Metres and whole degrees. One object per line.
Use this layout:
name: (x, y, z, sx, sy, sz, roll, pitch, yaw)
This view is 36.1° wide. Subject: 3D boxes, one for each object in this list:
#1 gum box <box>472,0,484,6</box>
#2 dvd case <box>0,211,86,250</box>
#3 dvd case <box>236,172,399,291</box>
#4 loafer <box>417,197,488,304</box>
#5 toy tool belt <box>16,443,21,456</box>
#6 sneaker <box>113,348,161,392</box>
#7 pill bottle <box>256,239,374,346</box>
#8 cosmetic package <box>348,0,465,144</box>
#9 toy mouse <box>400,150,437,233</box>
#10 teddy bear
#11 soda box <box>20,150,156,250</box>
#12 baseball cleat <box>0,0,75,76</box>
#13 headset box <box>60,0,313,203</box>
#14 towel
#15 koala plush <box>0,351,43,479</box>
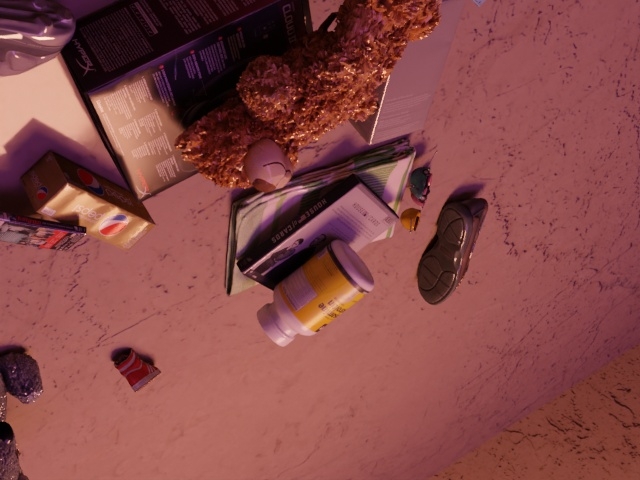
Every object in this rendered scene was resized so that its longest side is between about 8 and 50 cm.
gum box: (0.204, -0.399, 1.174, 0.184, 0.157, 0.041, -44, 149, 16)
dvd case: (-0.366, -0.011, 1.241, 0.119, 0.013, 0.087, 9, 160, -29)
dvd case: (0.000, 0.000, 1.606, 0.239, 0.029, 0.179, -37, 151, 9)
loafer: (0.265, 0.024, 1.914, 0.084, 0.096, 0.267, -23, 147, -30)
toy tool belt: (-0.530, 0.364, 1.650, 0.052, 0.051, 0.083, -29, 150, -9)
sneaker: (-0.312, 0.217, 1.676, 0.042, 0.067, 0.118, -38, 180, 2)
pill bottle: (-0.011, 0.090, 1.597, 0.184, 0.103, 0.103, -39, 150, 13)
cosmetic package: (0.095, -0.259, 1.301, 0.107, 0.127, 0.238, -20, 145, -23)
toy mouse: (0.167, -0.088, 1.675, 0.161, 0.031, 0.143, -16, 121, -78)
teddy bear: (0.001, -0.167, 1.090, 0.338, 0.113, 0.245, -38, 175, -4)
soda box: (-0.298, -0.048, 1.277, 0.058, 0.061, 0.181, -41, 149, 10)
baseball cleat: (-0.352, -0.208, 0.986, 0.206, 0.072, 0.109, 5, 146, -37)
headset box: (-0.134, -0.202, 1.168, 0.293, 0.110, 0.218, -29, 150, -10)
towel: (-0.001, -0.033, 1.620, 0.325, 0.038, 0.248, -21, 148, -22)
koala plush: (-0.499, 0.293, 1.409, 0.203, 0.221, 0.196, -43, 150, 15)
